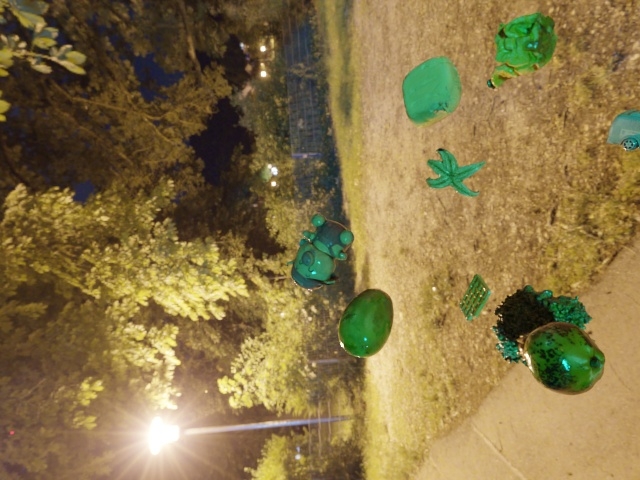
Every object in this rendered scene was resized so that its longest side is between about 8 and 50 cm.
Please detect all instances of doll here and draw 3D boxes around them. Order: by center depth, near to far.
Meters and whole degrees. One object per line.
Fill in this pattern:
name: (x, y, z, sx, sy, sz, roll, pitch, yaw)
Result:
doll: (-0.002, 0.053, 1.353, 0.256, 0.152, 0.196, -59, 38, 4)

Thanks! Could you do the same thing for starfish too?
starfish: (0.508, -0.253, 1.522, 0.216, 0.071, 0.238, -45, 73, 35)

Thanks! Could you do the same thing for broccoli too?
broccoli: (0.858, 0.348, 1.553, 0.324, 0.271, 0.335, 15, 99, 62)

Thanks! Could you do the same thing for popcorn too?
popcorn: (0.882, -0.849, 1.764, 0.237, 0.292, 0.293, -140, 44, -63)

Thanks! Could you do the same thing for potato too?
potato: (0.186, 0.326, 1.618, 0.216, 0.215, 0.305, 93, -161, -55)

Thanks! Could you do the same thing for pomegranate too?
pomegranate: (0.735, 0.345, 1.248, 0.222, 0.204, 0.276, 52, -167, -8)

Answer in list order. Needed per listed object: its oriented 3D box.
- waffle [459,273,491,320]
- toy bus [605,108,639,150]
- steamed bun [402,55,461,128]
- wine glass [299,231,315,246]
waffle: (0.463, 0.177, 1.207, 0.092, 0.021, 0.135, -100, 20, -57)
toy bus: (0.882, -0.267, 1.020, 0.261, 0.091, 0.109, 41, 147, 53)
steamed bun: (0.457, -0.582, 1.608, 0.231, 0.166, 0.273, -22, 63, 40)
wine glass: (0.000, 0.000, 1.840, 0.092, 0.202, 0.093, 22, 124, 39)
